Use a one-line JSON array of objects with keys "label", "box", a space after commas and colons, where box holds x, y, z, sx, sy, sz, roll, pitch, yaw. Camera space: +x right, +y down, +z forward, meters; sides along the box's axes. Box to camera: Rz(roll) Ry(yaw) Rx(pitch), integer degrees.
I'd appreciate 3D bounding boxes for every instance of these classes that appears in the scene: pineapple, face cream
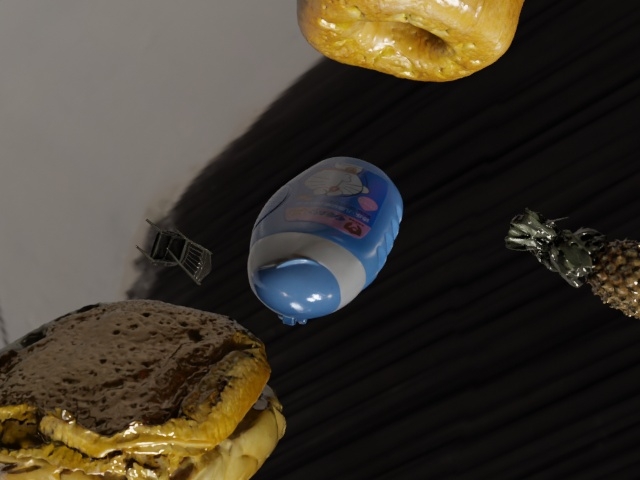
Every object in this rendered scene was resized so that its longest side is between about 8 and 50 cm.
[{"label": "pineapple", "box": [0.249, 0.016, 1.167, 0.159, 0.074, 0.074, 23, 15, 23]}, {"label": "face cream", "box": [0.000, 0.000, 1.334, 0.264, 0.149, 0.083, -62, 158, -58]}]

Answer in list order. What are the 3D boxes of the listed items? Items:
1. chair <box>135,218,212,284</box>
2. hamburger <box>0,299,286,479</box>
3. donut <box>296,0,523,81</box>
[{"label": "chair", "box": [-0.143, 0.010, 1.217, 0.086, 0.042, 0.037, 46, 58, -57]}, {"label": "hamburger", "box": [-0.198, 0.170, 1.238, 0.318, 0.319, 0.158, -46, 136, -63]}, {"label": "donut", "box": [0.085, -0.235, 1.205, 0.226, 0.227, 0.113, 27, 69, -48]}]
